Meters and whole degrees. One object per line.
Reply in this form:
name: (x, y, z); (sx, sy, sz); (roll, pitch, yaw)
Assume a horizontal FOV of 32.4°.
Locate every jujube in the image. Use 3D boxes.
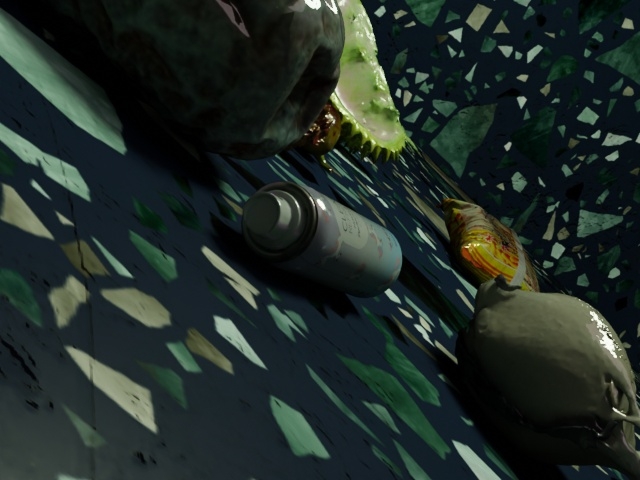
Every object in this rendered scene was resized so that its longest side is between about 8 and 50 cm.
jujube: (-0.121, -0.223, 1.004); (0.317, 0.226, 0.226); (41, 10, 6)

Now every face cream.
face cream: (0.000, 0.000, 0.965); (0.075, 0.075, 0.229); (50, 12, 23)

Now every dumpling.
dumpling: (0.241, 0.164, 1.152); (0.293, 0.163, 0.204); (53, -21, 40)

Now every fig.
fig: (-0.007, -0.151, 1.566); (0.084, 0.082, 0.098); (36, -36, 32)

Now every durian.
durian: (0.046, -0.293, 1.939); (0.158, 0.169, 0.352); (102, -32, -80)

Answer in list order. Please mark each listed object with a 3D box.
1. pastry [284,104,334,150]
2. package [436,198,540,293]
pastry: (-0.062, -0.173, 1.381); (0.169, 0.087, 0.063); (43, 44, -10)
package: (0.316, 0.029, 2.023); (0.223, 0.108, 0.288); (40, 14, -21)
